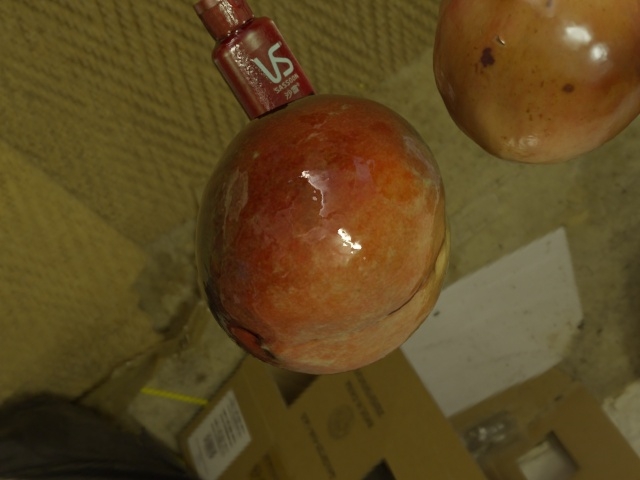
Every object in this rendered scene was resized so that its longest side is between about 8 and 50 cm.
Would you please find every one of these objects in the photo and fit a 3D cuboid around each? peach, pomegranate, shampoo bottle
[{"bbox_3d":[0.000,0.000,0.852,0.253,0.252,0.252,-12,131,-15],"label":"peach"},{"bbox_3d":[0.174,-0.151,0.733,0.191,0.191,0.191,-12,131,-15],"label":"pomegranate"},{"bbox_3d":[-0.070,-0.222,1.372,0.118,0.076,0.314,-41,109,-28],"label":"shampoo bottle"}]
